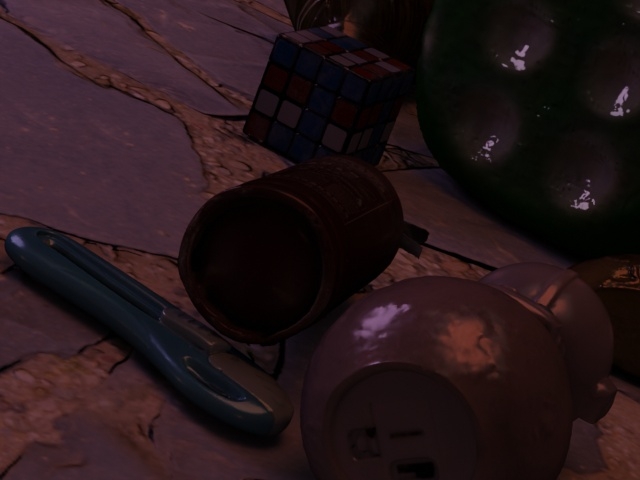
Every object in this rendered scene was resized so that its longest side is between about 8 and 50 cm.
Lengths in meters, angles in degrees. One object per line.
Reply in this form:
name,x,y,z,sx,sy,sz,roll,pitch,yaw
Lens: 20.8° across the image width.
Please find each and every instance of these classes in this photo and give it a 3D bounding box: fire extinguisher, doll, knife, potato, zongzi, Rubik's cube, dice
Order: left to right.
knife,-0.101,0.047,1.014,0.222,0.031,0.064,33,24,28
fire extinguisher,0.000,0.000,1.109,0.105,0.105,0.269,25,12,10
Rubik's cube,0.007,-0.114,1.430,0.092,0.092,0.092,28,21,19
zongzi,0.085,-0.166,1.653,0.247,0.111,0.241,19,38,-25
doll,0.094,0.076,0.988,0.151,0.151,0.287,28,19,17
dice,0.274,-0.156,1.511,0.287,0.297,0.300,30,23,26
potato,0.249,0.052,1.261,0.172,0.089,0.100,22,20,1
